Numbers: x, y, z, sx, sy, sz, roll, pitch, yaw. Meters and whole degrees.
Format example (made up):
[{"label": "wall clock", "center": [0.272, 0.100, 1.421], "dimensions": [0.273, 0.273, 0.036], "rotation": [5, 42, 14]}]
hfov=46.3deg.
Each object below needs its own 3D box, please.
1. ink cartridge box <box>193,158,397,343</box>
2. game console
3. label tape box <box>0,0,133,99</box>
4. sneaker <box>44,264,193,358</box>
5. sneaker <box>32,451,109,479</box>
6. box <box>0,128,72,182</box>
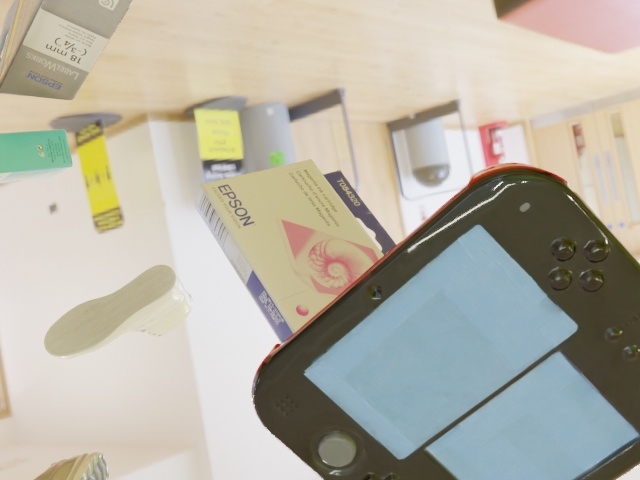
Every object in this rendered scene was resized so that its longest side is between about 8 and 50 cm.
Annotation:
[{"label": "ink cartridge box", "center": [0.000, 0.000, 1.297], "dimensions": [0.330, 0.324, 0.071], "rotation": [-19, 150, -33]}, {"label": "game console", "center": [0.160, 0.147, 0.745], "dimensions": [0.386, 0.342, 0.060], "rotation": [-42, -172, 18]}, {"label": "label tape box", "center": [-0.373, -0.341, 1.089], "dimensions": [0.106, 0.241, 0.333], "rotation": [19, 140, -31]}, {"label": "sneaker", "center": [-0.399, 0.175, 1.534], "dimensions": [0.292, 0.108, 0.169], "rotation": [-28, 152, -4]}, {"label": "sneaker", "center": [-0.448, 0.447, 1.198], "dimensions": [0.115, 0.105, 0.281], "rotation": [-8, -166, 14]}, {"label": "box", "center": [-0.497, -0.114, 1.084], "dimensions": [0.244, 0.060, 0.100], "rotation": [-13, -179, -40]}]
